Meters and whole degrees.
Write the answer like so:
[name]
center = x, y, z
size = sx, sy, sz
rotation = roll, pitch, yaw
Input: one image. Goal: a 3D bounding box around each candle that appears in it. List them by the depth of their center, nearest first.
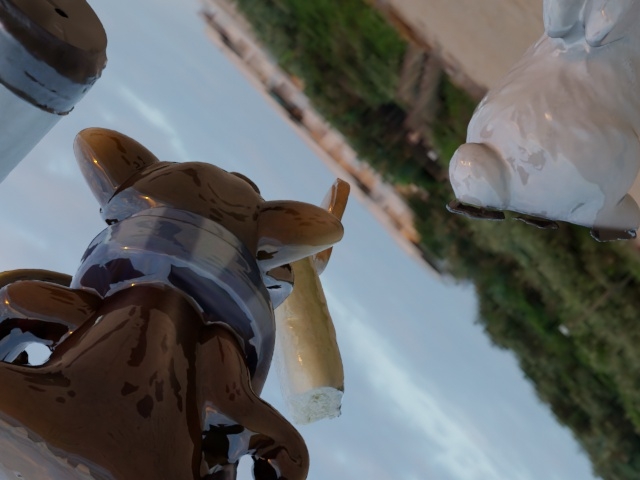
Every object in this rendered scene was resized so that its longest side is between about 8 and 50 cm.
[candle]
center = -0.423, -0.168, 1.517
size = 0.221, 0.342, 0.221
rotation = 42, -166, -13

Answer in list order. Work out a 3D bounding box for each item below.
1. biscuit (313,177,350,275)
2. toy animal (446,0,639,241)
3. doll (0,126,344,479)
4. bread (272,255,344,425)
[biscuit]
center = -0.002, -0.001, 1.439
size = 0.023, 0.140, 0.118
rotation = 20, -162, -7
[toy animal]
center = 0.273, -0.186, 1.387
size = 0.194, 0.357, 0.258
rotation = 20, -167, 35
[doll]
center = -0.126, 0.089, 0.868
size = 0.318, 0.209, 0.340
rotation = 8, -139, 8
[bread]
center = -0.022, 0.077, 1.236
size = 0.139, 0.060, 0.178
rotation = 100, 156, -70
